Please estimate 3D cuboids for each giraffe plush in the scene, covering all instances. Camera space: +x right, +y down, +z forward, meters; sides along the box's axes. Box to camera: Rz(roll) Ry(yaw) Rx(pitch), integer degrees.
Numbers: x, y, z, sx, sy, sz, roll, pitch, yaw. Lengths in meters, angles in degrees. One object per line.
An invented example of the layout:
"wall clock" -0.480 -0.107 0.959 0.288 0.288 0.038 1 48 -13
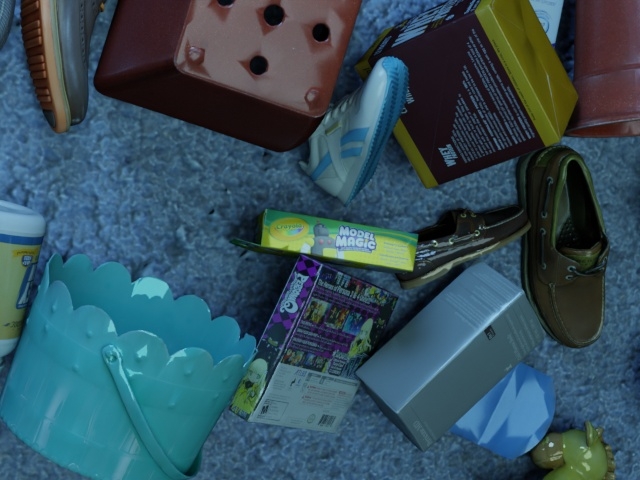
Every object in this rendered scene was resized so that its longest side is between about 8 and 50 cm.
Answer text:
"giraffe plush" 0.354 0.346 1.565 0.210 0.181 0.171 17 72 -10

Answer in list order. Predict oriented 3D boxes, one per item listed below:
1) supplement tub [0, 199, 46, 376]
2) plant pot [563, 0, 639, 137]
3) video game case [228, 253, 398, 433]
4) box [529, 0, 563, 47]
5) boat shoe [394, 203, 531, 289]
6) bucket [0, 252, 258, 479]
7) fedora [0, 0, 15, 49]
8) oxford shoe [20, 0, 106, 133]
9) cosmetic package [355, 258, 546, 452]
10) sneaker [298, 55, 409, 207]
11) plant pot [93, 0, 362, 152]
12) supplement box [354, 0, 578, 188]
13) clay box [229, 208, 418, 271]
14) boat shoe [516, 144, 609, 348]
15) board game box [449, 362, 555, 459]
"supplement tub" -0.407 0.052 1.250 0.144 0.144 0.200 13 95 -20
"plant pot" 0.448 -0.282 1.435 0.272 0.272 0.265 -4 90 -18
"video game case" -0.002 0.140 1.390 0.232 0.041 0.210 23 92 -59
"box" 0.252 -0.320 1.452 0.126 0.072 0.137 7 96 -20
"boat shoe" 0.189 -0.007 1.481 0.207 0.073 0.073 -25 103 -13
"bucket" -0.227 0.153 1.269 0.281 0.281 0.183 22 98 -21
"fedora" -0.472 -0.293 1.180 0.275 0.124 0.244 22 94 -29
"oxford shoe" -0.271 -0.305 1.250 0.132 0.130 0.364 -3 101 -26
"cosmetic package" 0.176 0.156 1.472 0.238 0.107 0.127 -45 138 -9
"sneaker" 0.038 -0.140 1.342 0.092 0.229 0.087 34 46 9
"plant pot" -0.086 -0.255 1.260 0.267 0.236 0.267 17 94 -20
"supplement box" 0.185 -0.199 1.367 0.191 0.194 0.129 58 36 -18
"clay box" 0.000 0.000 1.371 0.222 0.127 0.053 11 85 -8
"boat shoe" 0.346 0.019 1.523 0.110 0.104 0.307 -21 105 -15
"board game box" 0.252 0.232 1.564 0.168 0.033 0.133 26 87 -10
